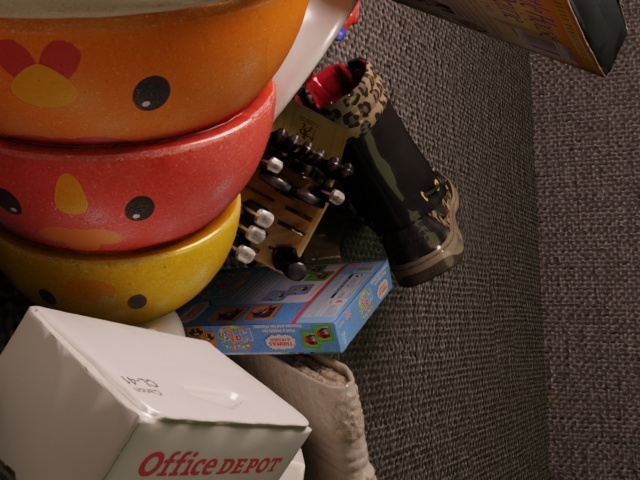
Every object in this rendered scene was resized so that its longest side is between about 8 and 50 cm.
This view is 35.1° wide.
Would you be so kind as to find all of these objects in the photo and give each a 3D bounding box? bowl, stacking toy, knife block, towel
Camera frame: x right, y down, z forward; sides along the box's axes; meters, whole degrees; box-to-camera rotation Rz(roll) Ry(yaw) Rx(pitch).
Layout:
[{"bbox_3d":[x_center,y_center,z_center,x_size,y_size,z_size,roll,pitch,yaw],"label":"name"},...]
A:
[{"bbox_3d":[-0.094,-0.191,1.008,0.134,0.298,0.298,37,44,-14],"label":"bowl"},{"bbox_3d":[-0.161,-0.051,0.815,0.351,0.350,0.480,-54,149,-54],"label":"stacking toy"},{"bbox_3d":[-0.060,-0.015,0.998,0.088,0.276,0.242,28,47,-11],"label":"knife block"},{"bbox_3d":[-0.024,0.190,1.077,0.049,0.282,0.187,-23,111,-24],"label":"towel"}]

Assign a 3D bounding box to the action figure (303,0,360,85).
[{"bbox_3d":[-0.031,-0.291,1.311,0.280,0.091,0.139,-62,147,-50],"label":"action figure"}]

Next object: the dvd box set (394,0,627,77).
[{"bbox_3d":[0.083,-0.288,0.997,0.062,0.420,0.307,-67,158,6],"label":"dvd box set"}]

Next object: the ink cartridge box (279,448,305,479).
[{"bbox_3d":[-0.087,0.283,0.918,0.207,0.119,0.354,143,-45,-85],"label":"ink cartridge box"}]

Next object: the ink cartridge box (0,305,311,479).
[{"bbox_3d":[-0.174,0.217,0.712,0.306,0.131,0.226,-58,152,4],"label":"ink cartridge box"}]

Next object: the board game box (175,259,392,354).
[{"bbox_3d":[-0.049,0.070,1.073,0.160,0.211,0.039,-44,127,-58],"label":"board game box"}]

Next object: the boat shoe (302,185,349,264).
[{"bbox_3d":[0.000,0.000,1.383,0.060,0.064,0.178,108,-9,-50],"label":"boat shoe"}]

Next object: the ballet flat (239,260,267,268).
[{"bbox_3d":[-0.070,0.040,1.228,0.070,0.070,0.189,-24,107,-64],"label":"ballet flat"}]

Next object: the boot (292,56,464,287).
[{"bbox_3d":[0.080,-0.123,1.442,0.284,0.138,0.377,57,14,-20],"label":"boot"}]
